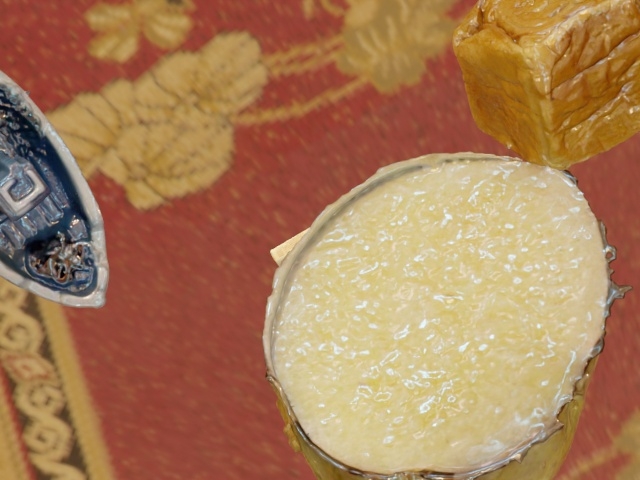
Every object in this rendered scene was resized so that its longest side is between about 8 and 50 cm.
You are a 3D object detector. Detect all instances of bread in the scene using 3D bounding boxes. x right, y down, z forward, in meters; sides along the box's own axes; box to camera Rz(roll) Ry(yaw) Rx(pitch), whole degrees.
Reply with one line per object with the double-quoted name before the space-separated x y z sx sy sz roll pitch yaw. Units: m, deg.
"bread" 0.218 -0.163 1.736 0.149 0.143 0.158 -32 30 -15

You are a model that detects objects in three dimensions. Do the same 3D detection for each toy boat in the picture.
"toy boat" -0.289 -0.064 1.712 0.129 0.142 0.309 -38 97 -14

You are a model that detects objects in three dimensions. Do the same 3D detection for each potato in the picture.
"potato" 0.061 0.052 0.871 0.164 0.081 0.200 0 48 15

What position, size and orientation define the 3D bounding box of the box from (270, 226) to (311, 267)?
"box" 0.000 0.000 1.803 0.093 0.058 0.015 -30 69 -1
